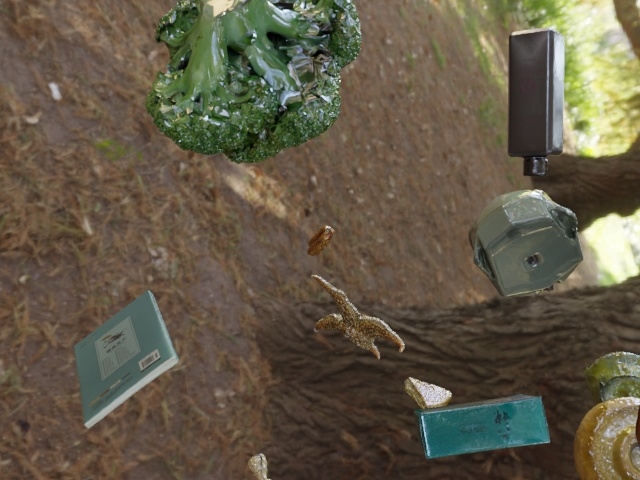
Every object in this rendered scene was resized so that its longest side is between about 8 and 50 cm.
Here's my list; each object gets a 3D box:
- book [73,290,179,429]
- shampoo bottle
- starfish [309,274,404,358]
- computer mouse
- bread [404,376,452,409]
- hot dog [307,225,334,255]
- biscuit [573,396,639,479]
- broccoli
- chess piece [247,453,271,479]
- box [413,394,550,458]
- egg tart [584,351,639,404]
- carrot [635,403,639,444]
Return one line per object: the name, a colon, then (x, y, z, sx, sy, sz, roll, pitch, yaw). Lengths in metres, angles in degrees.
book: (-0.512, 0.288, 1.687, 0.031, 0.264, 0.379, 57, -7, -31)
shampoo bottle: (0.373, -0.235, 1.137, 0.079, 0.080, 0.246, -9, 100, -54)
starfish: (0.073, 0.236, 1.802, 0.084, 0.301, 0.293, -56, 174, -20)
computer mouse: (0.454, -0.001, 1.479, 0.429, 0.228, 0.145, 44, 21, -51)
bread: (0.343, 0.477, 2.004, 0.154, 0.136, 0.054, -127, -134, -57)
hot dog: (0.002, 0.000, 1.749, 0.038, 0.144, 0.062, 20, 64, -13)
biscuit: (0.679, 0.479, 1.461, 0.091, 0.213, 0.274, 77, 27, -65)
broccoli: (-0.122, -0.309, 1.130, 0.310, 0.413, 0.321, 61, -14, -28)
chess piece: (-0.156, 0.690, 1.846, 0.060, 0.060, 0.172, 44, 11, -46)
box: (0.321, 0.377, 1.334, 0.153, 0.245, 0.092, 65, 16, -78)
egg tart: (0.770, 0.369, 1.647, 0.197, 0.197, 0.078, 67, 24, -15)
carrot: (0.421, 0.173, 0.801, 0.048, 0.048, 0.216, -54, 144, -58)
